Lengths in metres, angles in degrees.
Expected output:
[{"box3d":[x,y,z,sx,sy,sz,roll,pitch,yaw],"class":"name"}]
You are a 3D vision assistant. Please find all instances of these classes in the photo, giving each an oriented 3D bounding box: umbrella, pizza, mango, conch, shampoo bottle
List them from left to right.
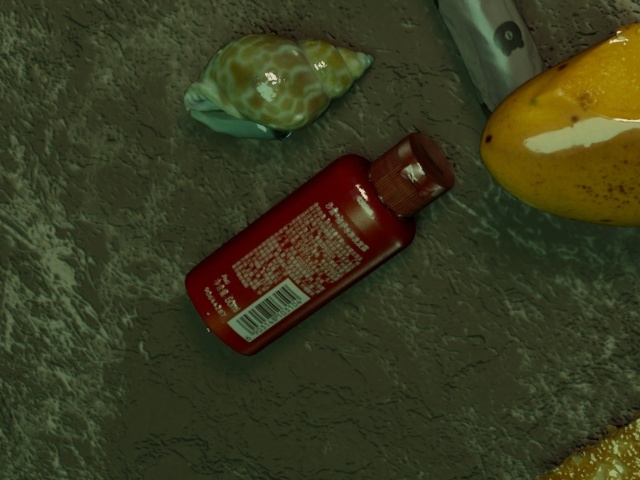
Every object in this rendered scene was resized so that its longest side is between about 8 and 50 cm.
[{"box3d":[-0.055,-0.157,1.721,0.173,0.106,0.116,-15,132,43],"class":"conch"},{"box3d":[0.000,0.000,1.786,0.314,0.076,0.118,-37,94,28],"class":"shampoo bottle"},{"box3d":[0.133,-0.256,1.631,0.073,0.067,0.337,-22,104,15],"class":"umbrella"},{"box3d":[0.322,0.246,1.803,0.199,0.062,0.188,-3,100,26],"class":"pizza"},{"box3d":[0.288,-0.097,1.578,0.290,0.160,0.191,-8,147,-1],"class":"mango"}]
